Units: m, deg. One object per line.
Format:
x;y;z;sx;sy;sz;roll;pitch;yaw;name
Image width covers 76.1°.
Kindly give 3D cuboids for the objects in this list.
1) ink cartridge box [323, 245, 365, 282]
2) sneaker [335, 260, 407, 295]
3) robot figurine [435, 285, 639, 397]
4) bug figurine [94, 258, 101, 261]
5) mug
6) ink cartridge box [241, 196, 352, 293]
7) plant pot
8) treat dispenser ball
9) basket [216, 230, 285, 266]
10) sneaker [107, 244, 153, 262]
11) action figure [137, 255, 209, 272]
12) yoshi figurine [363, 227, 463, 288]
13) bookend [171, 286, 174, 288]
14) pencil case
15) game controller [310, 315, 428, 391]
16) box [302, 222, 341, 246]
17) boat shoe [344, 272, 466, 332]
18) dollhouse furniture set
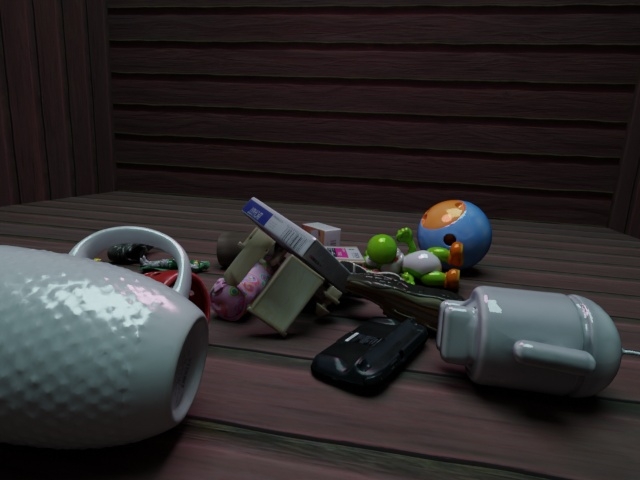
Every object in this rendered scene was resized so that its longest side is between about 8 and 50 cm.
0.056;0.084;1.528;0.193;0.088;0.234;1;12;-3;ink cartridge box
0.160;0.141;1.340;0.279;0.107;0.118;14;-2;31;sneaker
0.421;0.200;0.825;0.354;0.199;0.300;5;5;10;robot figurine
-0.813;0.115;1.215;0.216;0.072;0.279;6;16;41;bug figurine
-0.350;0.130;0.654;0.328;0.276;0.374;10;52;1;mug
-0.047;0.034;1.235;0.324;0.071;0.330;33;-10;44;ink cartridge box
-0.361;0.159;0.875;0.174;0.191;0.191;-1;11;17;plant pot
0.539;-0.021;1.655;0.288;0.288;0.288;3;12;-1;treat dispenser ball
-0.261;0.036;1.544;0.227;0.154;0.204;1;11;8;basket
-0.695;0.032;1.598;0.130;0.087;0.227;9;17;19;sneaker
-0.516;0.085;1.461;0.232;0.063;0.137;4;9;-14;action figure
0.314;0.063;1.460;0.362;0.202;0.203;5;19;24;yoshi figurine
-0.440;0.156;1.117;0.156;0.072;0.157;-2;13;-21;bookend
-0.202;0.127;1.186;0.124;0.124;0.284;7;16;17;pencil case
0.119;0.243;0.924;0.167;0.067;0.319;-6;5;35;game controller
0.000;0.000;1.794;0.091;0.130;0.170;-7;15;-36;box
0.217;0.173;1.080;0.324;0.119;0.122;14;12;20;boat shoe
-0.125;0.116;1.151;0.303;0.173;0.355;38;-6;-10;dollhouse furniture set
